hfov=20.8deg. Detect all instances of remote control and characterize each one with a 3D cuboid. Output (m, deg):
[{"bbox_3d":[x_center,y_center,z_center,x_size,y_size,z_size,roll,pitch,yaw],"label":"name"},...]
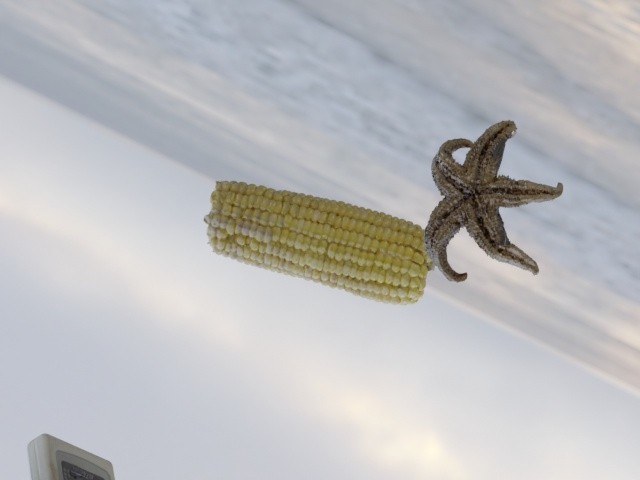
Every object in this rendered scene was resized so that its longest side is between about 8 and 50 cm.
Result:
[{"bbox_3d":[-0.186,0.246,1.378,0.087,0.029,0.190,34,-148,-44],"label":"remote control"}]

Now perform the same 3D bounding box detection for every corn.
[{"bbox_3d":[0.000,0.000,1.821,0.244,0.093,0.093,16,180,2],"label":"corn"}]

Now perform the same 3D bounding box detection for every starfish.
[{"bbox_3d":[0.085,-0.018,0.896,0.028,0.078,0.091,34,-156,-59],"label":"starfish"}]
